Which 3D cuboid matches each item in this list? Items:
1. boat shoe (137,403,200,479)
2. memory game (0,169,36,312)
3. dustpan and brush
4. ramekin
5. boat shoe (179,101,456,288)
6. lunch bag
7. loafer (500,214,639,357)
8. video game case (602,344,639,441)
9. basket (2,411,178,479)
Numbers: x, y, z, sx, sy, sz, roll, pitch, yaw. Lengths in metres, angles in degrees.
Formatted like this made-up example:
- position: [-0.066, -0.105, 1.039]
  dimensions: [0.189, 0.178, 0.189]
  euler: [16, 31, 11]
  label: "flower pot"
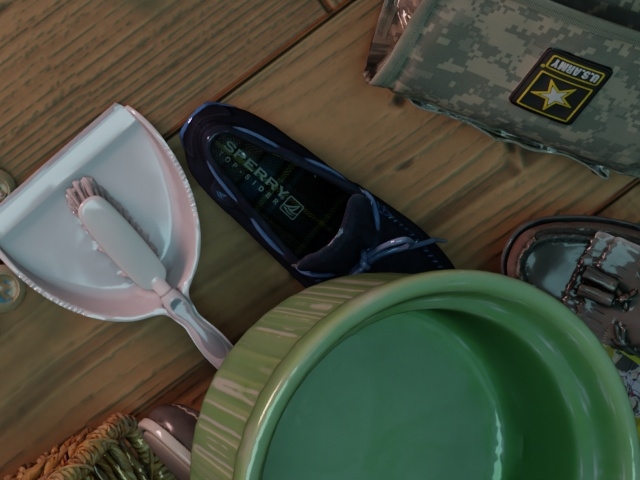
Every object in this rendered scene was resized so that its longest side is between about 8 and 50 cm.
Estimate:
- position: [0.004, 0.214, 1.286]
  dimensions: [0.335, 0.112, 0.095]
  euler: [43, 73, -19]
  label: "boat shoe"
- position: [-0.298, 0.008, 1.215]
  dimensions: [0.186, 0.012, 0.186]
  euler: [-2, 96, -25]
  label: "memory game"
- position: [-0.128, 0.022, 1.242]
  dimensions: [0.147, 0.060, 0.211]
  euler: [-42, 110, -5]
  label: "dustpan and brush"
- position: [0.056, 0.163, 1.161]
  dimensions: [0.303, 0.148, 0.303]
  euler: [-3, 96, -25]
  label: "ramekin"
- position: [0.000, 0.000, 1.244]
  dimensions: [0.258, 0.089, 0.109]
  euler: [31, 95, -13]
  label: "boat shoe"
- position: [0.186, -0.196, 1.199]
  dimensions: [0.235, 0.169, 0.287]
  euler: [17, 105, -15]
  label: "lunch bag"
- position: [0.267, 0.053, 1.259]
  dimensions: [0.267, 0.084, 0.096]
  euler: [21, 97, -12]
  label: "loafer"
- position: [0.339, 0.120, 1.347]
  dimensions: [0.275, 0.035, 0.248]
  euler: [34, 94, -14]
  label: "video game case"
- position: [-0.158, 0.313, 1.217]
  dimensions: [0.223, 0.213, 0.299]
  euler: [-28, 104, -2]
  label: "basket"
